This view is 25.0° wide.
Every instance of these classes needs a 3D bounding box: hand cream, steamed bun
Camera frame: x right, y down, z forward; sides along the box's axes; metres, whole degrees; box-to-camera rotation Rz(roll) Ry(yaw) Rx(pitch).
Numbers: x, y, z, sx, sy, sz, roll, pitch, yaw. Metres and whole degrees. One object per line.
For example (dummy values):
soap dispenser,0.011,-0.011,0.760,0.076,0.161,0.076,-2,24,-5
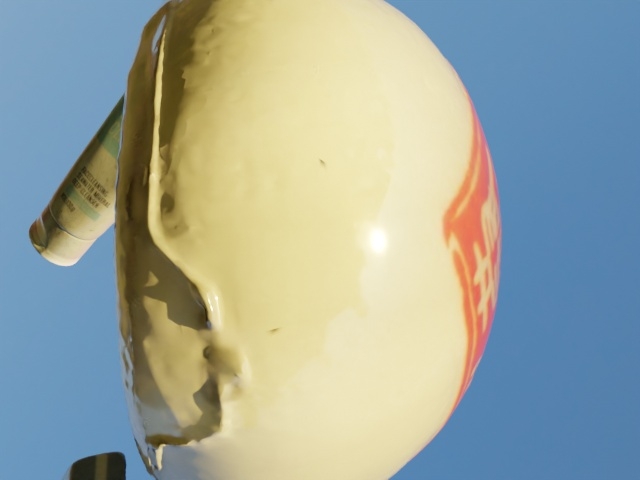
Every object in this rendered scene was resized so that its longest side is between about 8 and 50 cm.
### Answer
hand cream,-0.208,-0.089,1.562,0.312,0.111,0.070,-47,175,32
steamed bun,0.000,0.000,0.978,0.241,0.374,0.374,-2,-130,1

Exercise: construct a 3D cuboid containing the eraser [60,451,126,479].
eraser,-0.204,0.251,1.063,0.225,0.036,0.082,-58,-156,29
